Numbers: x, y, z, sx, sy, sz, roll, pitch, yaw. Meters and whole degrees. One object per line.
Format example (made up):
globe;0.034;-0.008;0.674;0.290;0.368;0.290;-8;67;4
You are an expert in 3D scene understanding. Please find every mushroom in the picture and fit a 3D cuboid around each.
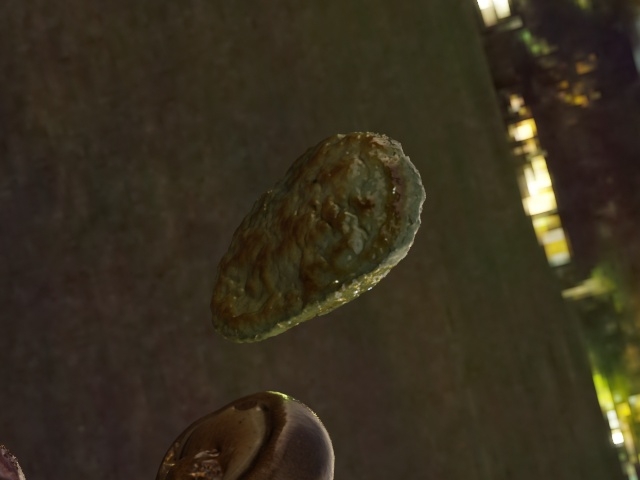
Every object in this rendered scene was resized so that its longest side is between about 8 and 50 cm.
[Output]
mushroom;-0.091;0.289;1.772;0.153;0.253;0.253;47;24;-29

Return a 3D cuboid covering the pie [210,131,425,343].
pie;0.000;0.000;1.452;0.090;0.248;0.201;37;35;-35

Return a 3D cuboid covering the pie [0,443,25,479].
pie;-0.276;0.198;1.057;0.036;0.154;0.154;19;-49;62
